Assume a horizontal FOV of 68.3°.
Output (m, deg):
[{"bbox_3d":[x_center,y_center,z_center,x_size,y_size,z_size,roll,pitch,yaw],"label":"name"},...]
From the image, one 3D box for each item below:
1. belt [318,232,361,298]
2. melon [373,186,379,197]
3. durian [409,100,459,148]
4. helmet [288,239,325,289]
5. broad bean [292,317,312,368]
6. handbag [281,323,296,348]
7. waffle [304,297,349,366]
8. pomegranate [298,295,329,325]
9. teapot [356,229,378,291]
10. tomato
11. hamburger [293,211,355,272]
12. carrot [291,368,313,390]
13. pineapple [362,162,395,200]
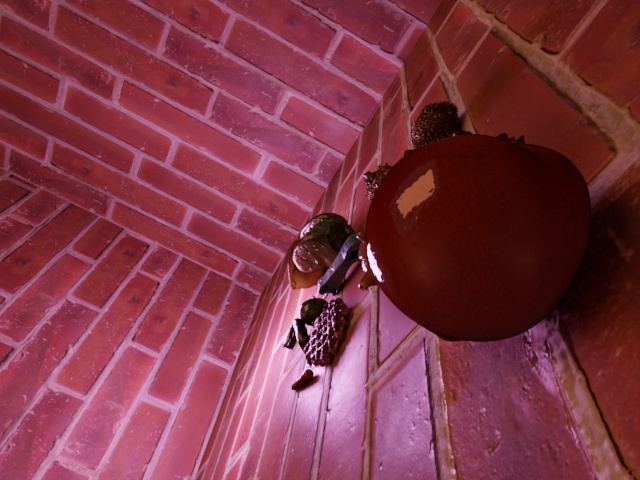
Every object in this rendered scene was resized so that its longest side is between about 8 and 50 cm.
[{"bbox_3d":[0.083,0.099,1.733,0.302,0.087,0.072,-57,23,33],"label":"belt"},{"bbox_3d":[0.225,-0.122,1.498,0.114,0.114,0.167,-49,19,55],"label":"melon"},{"bbox_3d":[0.343,-0.341,1.432,0.168,0.137,0.158,-44,-2,38],"label":"durian"},{"bbox_3d":[-0.050,0.124,2.150,0.256,0.140,0.205,83,-159,-51],"label":"helmet"},{"bbox_3d":[-0.068,0.355,1.754,0.292,0.050,0.144,-126,21,-78],"label":"broad bean"},{"bbox_3d":[-0.131,0.423,2.073,0.111,0.047,0.072,-67,11,-15],"label":"handbag"},{"bbox_3d":[0.024,0.299,1.549,0.221,0.056,0.234,-10,58,68],"label":"waffle"},{"bbox_3d":[-0.015,0.278,1.701,0.122,0.122,0.161,130,138,-53],"label":"pomegranate"},{"bbox_3d":[0.174,0.006,1.247,0.203,0.167,0.311,-48,17,59],"label":"teapot"},{"bbox_3d":[0.222,-0.003,0.700,0.321,0.322,0.321,-60,10,17],"label":"tomato"},{"bbox_3d":[0.000,0.000,1.948,0.288,0.192,0.167,-20,28,31],"label":"hamburger"},{"bbox_3d":[-0.070,0.484,1.619,0.190,0.037,0.037,-54,13,49],"label":"carrot"},{"bbox_3d":[0.214,-0.212,1.721,0.176,0.137,0.161,-56,12,30],"label":"pineapple"}]
